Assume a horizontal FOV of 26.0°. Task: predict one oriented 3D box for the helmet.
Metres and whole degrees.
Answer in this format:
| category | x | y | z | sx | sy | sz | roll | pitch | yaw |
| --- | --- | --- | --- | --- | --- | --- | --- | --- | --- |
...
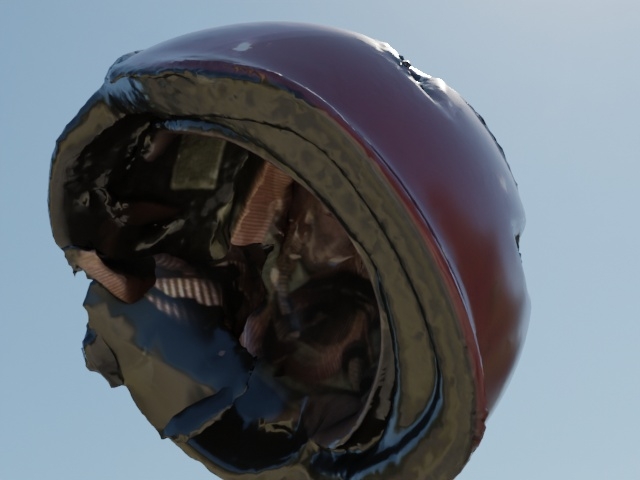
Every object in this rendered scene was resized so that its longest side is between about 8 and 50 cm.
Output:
| category | x | y | z | sx | sy | sz | roll | pitch | yaw |
| --- | --- | --- | --- | --- | --- | --- | --- | --- | --- |
| helmet | 0.000 | 0.000 | 0.552 | 0.154 | 0.198 | 0.253 | -33 | 8 | -39 |
